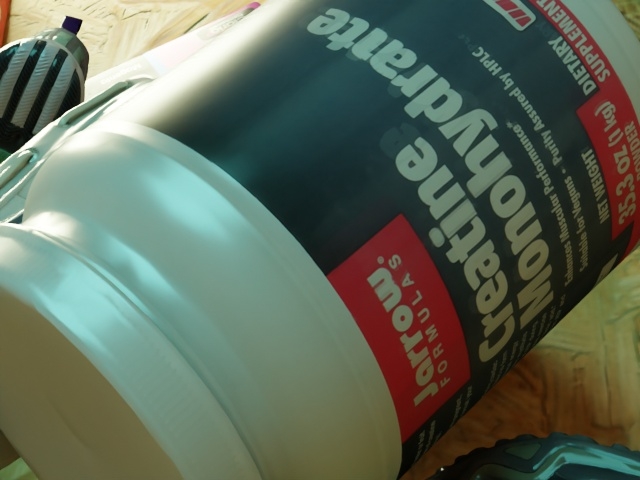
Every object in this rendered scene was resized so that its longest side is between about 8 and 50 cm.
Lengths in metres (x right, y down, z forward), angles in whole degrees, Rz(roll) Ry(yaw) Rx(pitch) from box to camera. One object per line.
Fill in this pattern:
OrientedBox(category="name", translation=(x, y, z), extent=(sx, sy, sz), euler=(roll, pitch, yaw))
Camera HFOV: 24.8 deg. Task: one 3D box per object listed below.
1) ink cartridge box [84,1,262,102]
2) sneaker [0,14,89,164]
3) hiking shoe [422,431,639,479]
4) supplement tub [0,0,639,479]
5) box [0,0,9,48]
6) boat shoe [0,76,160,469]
OrientedBox(category="ink cartridge box", translation=(-0.041, -0.026, 0.872), extent=(0.175, 0.069, 0.371), euler=(-26, 37, -11))
OrientedBox(category="sneaker", translation=(-0.200, -0.035, 0.917), extent=(0.224, 0.083, 0.098), euler=(-55, 10, 23))
OrientedBox(category="hiking shoe", translation=(0.057, 0.152, 0.613), extent=(0.226, 0.086, 0.114), euler=(-11, 42, 27))
OrientedBox(category="supplement tub", translation=(0.000, 0.000, 0.612), extent=(0.191, 0.191, 0.272), euler=(21, 51, 43))
OrientedBox(category="box", translation=(-0.360, -0.219, 1.236), extent=(0.142, 0.154, 0.300), euler=(-17, 30, 2))
OrientedBox(category="boat shoe", translation=(-0.135, 0.006, 0.687), extent=(0.088, 0.096, 0.267), euler=(12, 51, 36))
